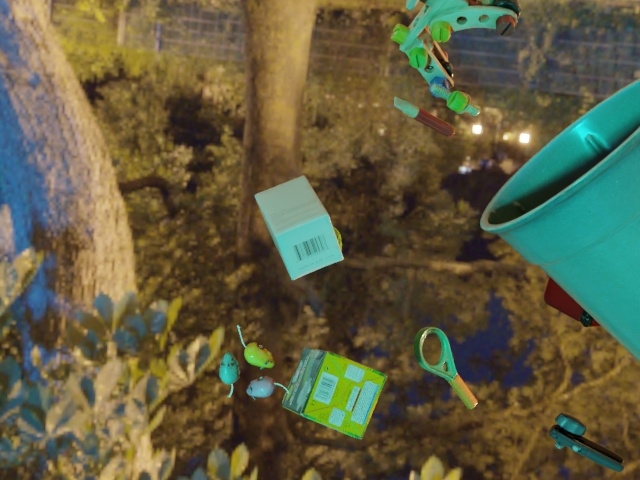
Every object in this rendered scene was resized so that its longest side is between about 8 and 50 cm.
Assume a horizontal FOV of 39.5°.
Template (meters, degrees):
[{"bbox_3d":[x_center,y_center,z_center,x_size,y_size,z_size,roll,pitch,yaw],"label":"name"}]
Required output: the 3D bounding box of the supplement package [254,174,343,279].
[{"bbox_3d":[-0.041,-0.027,1.652,0.105,0.105,0.179,-23,-148,-4],"label":"supplement package"}]

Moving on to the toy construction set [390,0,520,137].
[{"bbox_3d":[0.204,-0.383,1.684,0.237,0.308,0.257,23,165,-24],"label":"toy construction set"}]

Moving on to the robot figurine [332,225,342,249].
[{"bbox_3d":[0.000,0.000,1.782,0.101,0.067,0.115,18,177,-19],"label":"robot figurine"}]

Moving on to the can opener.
[{"bbox_3d":[0.595,0.461,1.992,0.186,0.073,0.059,34,-142,4],"label":"can opener"}]

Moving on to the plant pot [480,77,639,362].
[{"bbox_3d":[0.464,-0.009,1.253,0.334,0.341,0.341,47,-173,-6],"label":"plant pot"}]

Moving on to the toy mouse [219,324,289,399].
[{"bbox_3d":[-0.141,0.261,1.687,0.161,0.143,0.031,41,-154,-6],"label":"toy mouse"}]

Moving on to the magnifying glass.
[{"bbox_3d":[0.281,0.286,1.979,0.026,0.231,0.092,-5,-143,50],"label":"magnifying glass"}]

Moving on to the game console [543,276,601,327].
[{"bbox_3d":[0.457,0.062,1.475,0.124,0.144,0.085,-1,-150,-15],"label":"game console"}]

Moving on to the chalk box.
[{"bbox_3d":[0.017,0.291,1.737,0.132,0.132,0.213,24,171,-12],"label":"chalk box"}]
